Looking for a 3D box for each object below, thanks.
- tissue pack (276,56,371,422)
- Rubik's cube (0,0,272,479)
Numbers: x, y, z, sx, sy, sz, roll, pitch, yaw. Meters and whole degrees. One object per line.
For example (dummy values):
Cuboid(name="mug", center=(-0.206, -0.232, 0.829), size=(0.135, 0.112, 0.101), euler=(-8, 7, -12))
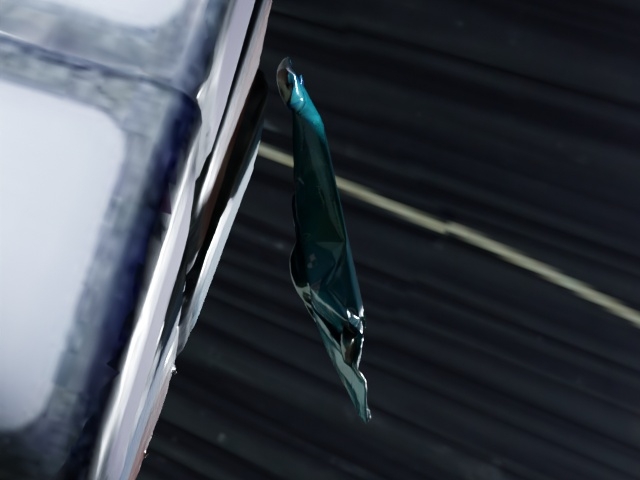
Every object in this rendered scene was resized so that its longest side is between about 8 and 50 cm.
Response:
Cuboid(name="tissue pack", center=(0.000, 0.000, 0.633), size=(0.085, 0.027, 0.138), euler=(78, 3, -60))
Cuboid(name="Rubik's cube", center=(-0.222, 0.013, 0.517), size=(0.359, 0.363, 0.362), euler=(109, 0, -73))
